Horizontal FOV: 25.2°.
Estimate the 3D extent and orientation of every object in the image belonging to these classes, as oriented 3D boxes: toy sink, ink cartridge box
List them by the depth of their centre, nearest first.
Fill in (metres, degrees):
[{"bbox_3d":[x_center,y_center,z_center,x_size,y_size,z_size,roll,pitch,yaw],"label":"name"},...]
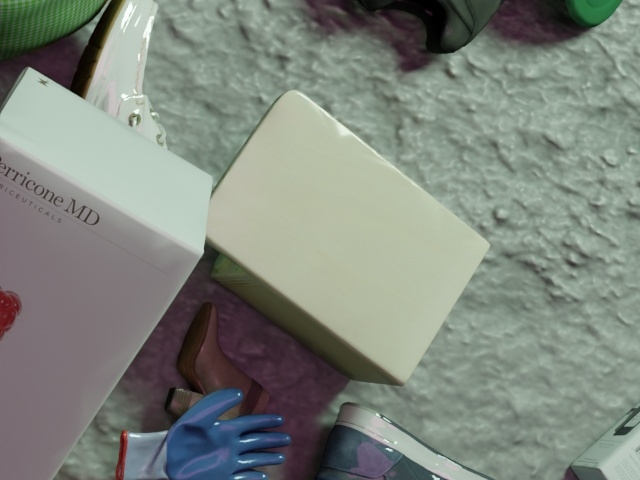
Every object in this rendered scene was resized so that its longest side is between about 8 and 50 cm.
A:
[{"bbox_3d":[0.000,0.000,1.262,0.234,0.131,0.152,37,75,-17],"label":"toy sink"},{"bbox_3d":[0.336,0.214,1.386,0.150,0.063,0.109,-38,97,-18],"label":"ink cartridge box"}]

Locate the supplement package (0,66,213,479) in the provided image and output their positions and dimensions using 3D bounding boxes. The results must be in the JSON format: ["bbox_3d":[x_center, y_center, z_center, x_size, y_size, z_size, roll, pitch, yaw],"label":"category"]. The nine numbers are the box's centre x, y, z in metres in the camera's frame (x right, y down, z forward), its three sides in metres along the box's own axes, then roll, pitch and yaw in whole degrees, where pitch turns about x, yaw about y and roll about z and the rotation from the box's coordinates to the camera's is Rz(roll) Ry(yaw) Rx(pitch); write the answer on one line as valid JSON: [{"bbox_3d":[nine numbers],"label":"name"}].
[{"bbox_3d":[-0.233,0.049,1.094,0.177,0.175,0.293,31,107,-13],"label":"supplement package"}]

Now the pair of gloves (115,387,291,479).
[{"bbox_3d":[-0.105,0.225,1.244,0.159,0.023,0.198,-1,100,-23],"label":"pair of gloves"}]

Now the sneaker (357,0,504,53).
[{"bbox_3d":[0.055,-0.286,1.323,0.286,0.109,0.130,37,81,-10],"label":"sneaker"}]

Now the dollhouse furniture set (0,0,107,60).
[{"bbox_3d":[-0.272,-0.122,1.149,0.302,0.197,0.151,-26,92,-18],"label":"dollhouse furniture set"}]

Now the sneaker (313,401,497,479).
[{"bbox_3d":[0.082,0.269,1.281,0.226,0.086,0.163,29,69,-7],"label":"sneaker"}]

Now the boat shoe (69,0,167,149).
[{"bbox_3d":[-0.177,-0.081,1.234,0.096,0.098,0.277,17,89,-16],"label":"boat shoe"}]

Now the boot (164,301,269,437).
[{"bbox_3d":[-0.085,0.124,1.273,0.087,0.042,0.118,24,79,-21],"label":"boot"}]

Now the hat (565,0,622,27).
[{"bbox_3d":[0.204,-0.327,1.412,0.173,0.184,0.208,-46,141,-36],"label":"hat"}]
